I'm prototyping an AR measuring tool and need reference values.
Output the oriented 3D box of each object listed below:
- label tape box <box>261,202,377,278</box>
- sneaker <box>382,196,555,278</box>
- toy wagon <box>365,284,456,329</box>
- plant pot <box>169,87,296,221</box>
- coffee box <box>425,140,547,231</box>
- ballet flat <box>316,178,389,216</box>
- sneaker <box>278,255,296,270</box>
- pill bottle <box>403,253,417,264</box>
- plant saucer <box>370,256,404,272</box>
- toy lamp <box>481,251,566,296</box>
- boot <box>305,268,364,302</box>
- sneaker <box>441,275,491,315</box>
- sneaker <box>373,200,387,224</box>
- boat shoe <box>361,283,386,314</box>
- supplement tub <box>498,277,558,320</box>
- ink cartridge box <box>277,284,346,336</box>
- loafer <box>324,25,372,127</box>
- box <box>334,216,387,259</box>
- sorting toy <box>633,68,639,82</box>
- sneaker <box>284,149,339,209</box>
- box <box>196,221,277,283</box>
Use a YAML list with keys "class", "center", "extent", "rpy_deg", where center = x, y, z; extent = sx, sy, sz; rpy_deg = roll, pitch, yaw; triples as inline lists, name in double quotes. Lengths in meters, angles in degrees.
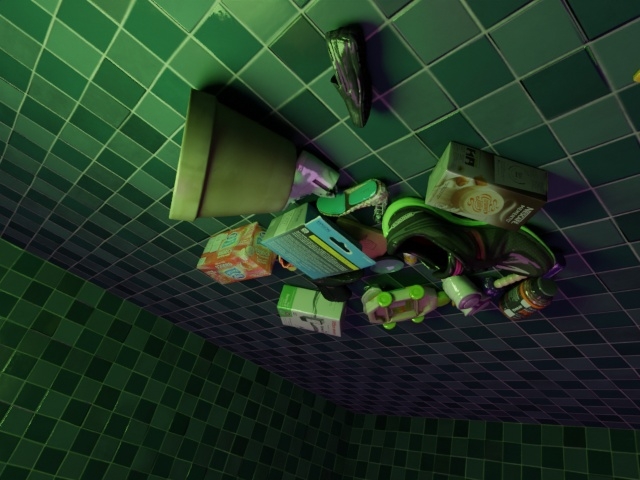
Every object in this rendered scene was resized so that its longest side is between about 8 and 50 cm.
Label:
- class: "label tape box"
  center: [0.000, 0.000, 1.411]
  extent: [0.249, 0.115, 0.347]
  rpy_deg: [37, 148, -23]
- class: "sneaker"
  center: [0.403, 0.035, 1.218]
  extent: [0.481, 0.203, 0.185]
  rpy_deg: [14, 149, 6]
- class: "toy wagon"
  center: [0.350, 0.246, 1.652]
  extent: [0.343, 0.068, 0.267]
  rpy_deg: [-14, 148, 5]
- class: "plant pot"
  center: [-0.220, -0.193, 1.110]
  extent: [0.280, 0.324, 0.323]
  rpy_deg: [9, 152, -19]
- class: "coffee box"
  center: [0.403, -0.129, 1.059]
  extent: [0.246, 0.098, 0.141]
  rpy_deg: [17, 149, 0]
- class: "ballet flat"
  center: [0.097, -0.114, 1.255]
  extent: [0.240, 0.091, 0.077]
  rpy_deg: [-10, 162, 42]
- class: "sneaker"
  center: [-0.124, 0.071, 1.638]
  extent: [0.081, 0.094, 0.209]
  rpy_deg: [9, 150, 10]
- class: "pill bottle"
  center: [0.297, 0.042, 1.435]
  extent: [0.043, 0.044, 0.083]
  rpy_deg: [3, 146, 22]
- class: "plant saucer"
  center: [0.236, 0.084, 1.530]
  extent: [0.119, 0.021, 0.119]
  rpy_deg: [-1, 153, -1]
- class: "toy lamp"
  center: [0.631, 0.105, 1.345]
  extent: [0.080, 0.080, 0.274]
  rpy_deg: [26, 151, -15]
- class: "boot"
  center: [0.085, 0.164, 1.687]
  extent: [0.246, 0.094, 0.207]
  rpy_deg: [-6, 146, 26]
- class: "sneaker"
  center: [0.504, 0.174, 1.505]
  extent: [0.114, 0.152, 0.305]
  rpy_deg: [-39, 149, 10]
- class: "sneaker"
  center: [0.175, -0.084, 1.270]
  extent: [0.038, 0.069, 0.098]
  rpy_deg: [8, 148, 14]
- class: "boat shoe"
  center: [0.219, 0.227, 1.735]
  extent: [0.095, 0.079, 0.255]
  rpy_deg: [6, 150, 13]
- class: "supplement tub"
  center: [0.683, 0.185, 1.415]
  extent: [0.105, 0.106, 0.198]
  rpy_deg: [18, 149, -2]
- class: "ink cartridge box"
  center: [-0.033, 0.321, 1.964]
  extent: [0.288, 0.122, 0.211]
  rpy_deg: [10, 149, 11]
- class: "loafer"
  center: [0.062, -0.341, 0.918]
  extent: [0.078, 0.076, 0.223]
  rpy_deg: [9, 144, 23]
- class: "box"
  center: [0.133, -0.004, 1.464]
  extent: [0.201, 0.021, 0.164]
  rpy_deg: [19, 149, -4]
- class: "sorting toy"
  center: [0.737, -0.252, 0.749]
  extent: [0.347, 0.047, 0.196]
  rpy_deg: [11, 148, 11]
- class: "sneaker"
  center: [-0.038, -0.137, 1.259]
  extent: [0.151, 0.094, 0.256]
  rpy_deg: [29, 145, -7]
- class: "box"
  center: [-0.313, 0.053, 1.650]
  extent: [0.299, 0.154, 0.142]
  rpy_deg: [-15, 137, 39]
